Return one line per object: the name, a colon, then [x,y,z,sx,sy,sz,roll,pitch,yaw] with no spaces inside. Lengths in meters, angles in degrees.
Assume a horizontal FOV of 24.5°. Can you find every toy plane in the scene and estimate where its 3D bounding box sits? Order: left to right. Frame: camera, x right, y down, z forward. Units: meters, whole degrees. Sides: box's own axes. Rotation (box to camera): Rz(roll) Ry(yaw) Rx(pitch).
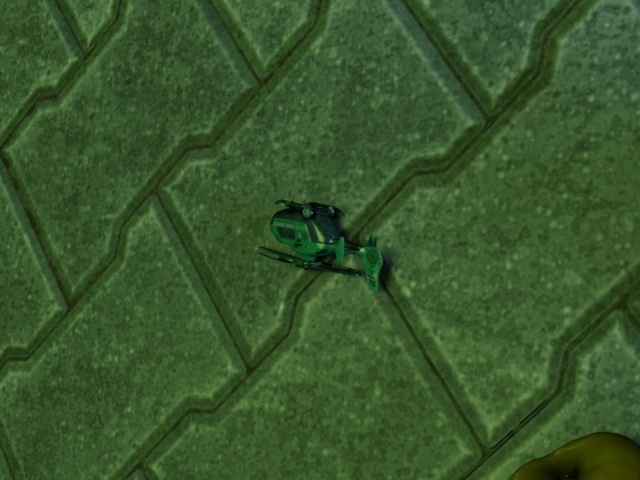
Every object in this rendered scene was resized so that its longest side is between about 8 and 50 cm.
toy plane: [0.000,0.000,1.975,0.235,0.060,0.096,14,98,45]

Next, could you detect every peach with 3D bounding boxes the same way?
peach: [0.282,0.285,1.599,0.179,0.103,0.179,-25,23,12]
